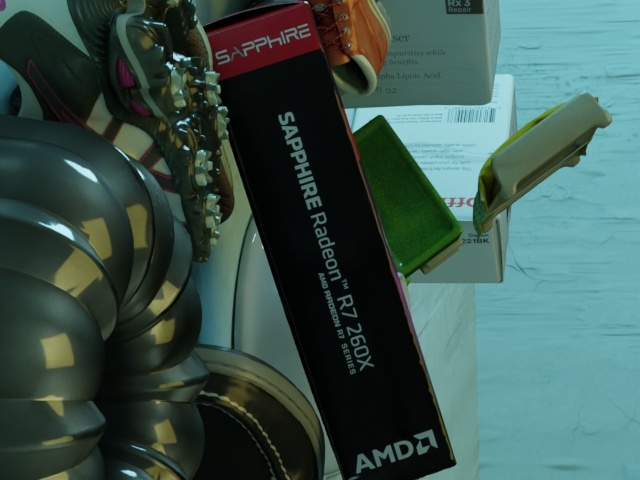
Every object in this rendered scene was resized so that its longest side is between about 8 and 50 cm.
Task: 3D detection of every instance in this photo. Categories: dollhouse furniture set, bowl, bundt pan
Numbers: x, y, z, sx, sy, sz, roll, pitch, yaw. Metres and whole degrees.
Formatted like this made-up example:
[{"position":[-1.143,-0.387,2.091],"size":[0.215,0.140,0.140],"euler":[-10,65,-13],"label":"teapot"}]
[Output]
[{"position":[0.145,-0.085,1.791],"size":[0.151,0.301,0.197],"euler":[53,-9,8],"label":"dollhouse furniture set"},{"position":[0.015,0.101,1.624],"size":[0.298,0.134,0.297],"euler":[-1,90,-78],"label":"bowl"},{"position":[-0.146,0.088,0.898],"size":[0.331,0.124,0.330],"euler":[0,90,-77],"label":"bundt pan"}]

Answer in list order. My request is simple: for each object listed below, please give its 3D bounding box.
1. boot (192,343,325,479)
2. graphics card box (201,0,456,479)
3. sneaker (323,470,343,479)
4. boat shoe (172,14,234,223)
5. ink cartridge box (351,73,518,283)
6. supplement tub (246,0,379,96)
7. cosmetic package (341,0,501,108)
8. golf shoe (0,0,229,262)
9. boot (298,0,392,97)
[{"position":[-0.079,0.278,1.200],"size":[0.377,0.138,0.284],"euler":[84,13,-50],"label":"boot"},{"position":[0.000,0.000,1.314],"size":[0.233,0.094,0.370],"euler":[-134,-153,-85],"label":"graphics card box"},{"position":[0.051,0.243,1.825],"size":[0.090,0.115,0.232],"euler":[49,42,-72],"label":"sneaker"},{"position":[-0.119,-0.113,1.144],"size":[0.257,0.095,0.095],"euler":[83,-2,-53],"label":"boat shoe"},{"position":[0.135,-0.077,2.034],"size":[0.272,0.197,0.114],"euler":[-77,162,-46],"label":"ink cartridge box"},{"position":[-0.014,-0.194,1.533],"size":[0.190,0.117,0.117],"euler":[-72,158,-57],"label":"supplement tub"},{"position":[0.067,-0.334,1.691],"size":[0.156,0.217,0.385],"euler":[-76,160,-50],"label":"cosmetic package"},{"position":[-0.125,-0.079,1.027],"size":[0.273,0.120,0.105],"euler":[76,15,-57],"label":"golf shoe"},{"position":[0.011,-0.191,1.386],"size":[0.158,0.059,0.084],"euler":[51,39,-38],"label":"boot"}]
